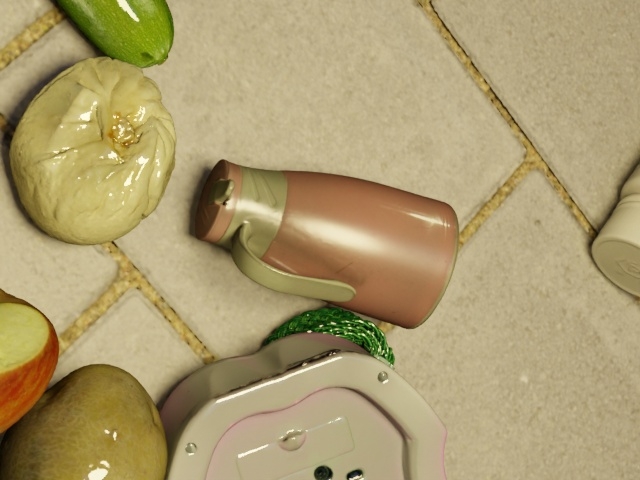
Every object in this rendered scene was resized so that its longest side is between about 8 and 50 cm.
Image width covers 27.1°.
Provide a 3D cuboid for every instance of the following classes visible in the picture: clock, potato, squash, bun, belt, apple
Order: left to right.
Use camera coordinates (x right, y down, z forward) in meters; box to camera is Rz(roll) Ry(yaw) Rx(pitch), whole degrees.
[{"bbox_3d":[-0.341,0.100,1.192,0.195,0.160,0.173,33,55,1],"label":"apple"},{"bbox_3d":[-0.271,-0.327,1.310,0.101,0.101,0.378,-43,110,-26],"label":"squash"},{"bbox_3d":[-0.229,0.229,1.234,0.160,0.178,0.235,25,89,18],"label":"potato"},{"bbox_3d":[-0.218,-0.088,1.311,0.164,0.111,0.188,41,71,-17],"label":"bun"},{"bbox_3d":[-0.018,0.267,1.348,0.339,0.102,0.338,-2,97,-18],"label":"clock"},{"bbox_3d":[0.002,0.137,1.439,0.151,0.079,0.121,-30,108,-15],"label":"belt"}]

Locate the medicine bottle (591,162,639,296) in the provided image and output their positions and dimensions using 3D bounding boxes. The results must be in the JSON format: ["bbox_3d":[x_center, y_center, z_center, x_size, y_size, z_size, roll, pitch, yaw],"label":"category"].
[{"bbox_3d":[0.449,-0.048,1.672,0.139,0.139,0.237,48,64,-17],"label":"medicine bottle"}]

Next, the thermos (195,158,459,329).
[{"bbox_3d":[0.000,0.000,1.404,0.265,0.146,0.176,16,34,-20],"label":"thermos"}]
